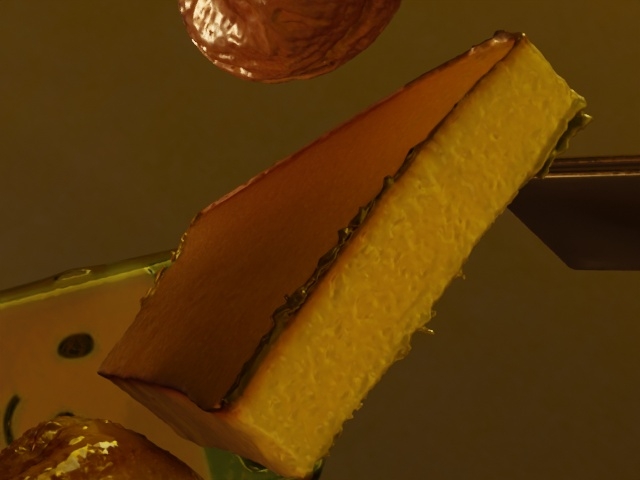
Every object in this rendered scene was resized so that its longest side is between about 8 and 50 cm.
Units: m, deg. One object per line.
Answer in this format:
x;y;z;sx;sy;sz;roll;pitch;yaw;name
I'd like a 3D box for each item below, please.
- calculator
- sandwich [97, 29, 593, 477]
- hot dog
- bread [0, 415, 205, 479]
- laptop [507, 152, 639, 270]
-0.129;0.100;1.146;0.293;0.051;0.173;-15;-102;-11;calculator
0.000;0.000;0.813;0.193;0.058;0.162;-51;-157;-15;sandwich
-0.022;-0.210;1.250;0.122;0.272;0.196;-18;-112;-15;hot dog
-0.185;0.195;0.785;0.344;0.124;0.084;-41;-146;5;bread
0.193;-0.015;1.142;0.180;0.129;0.016;1;-117;39;laptop
